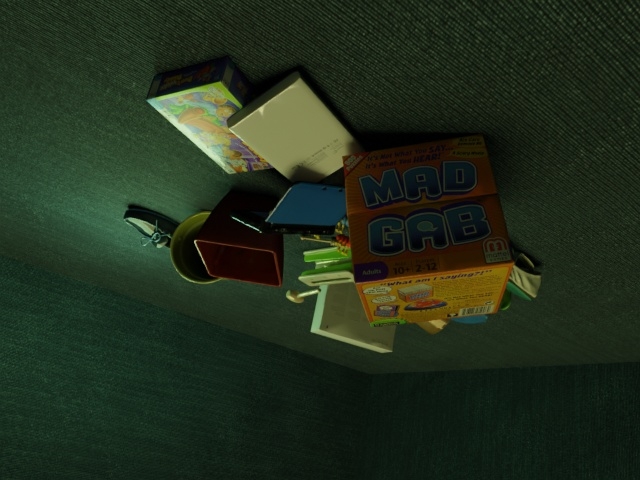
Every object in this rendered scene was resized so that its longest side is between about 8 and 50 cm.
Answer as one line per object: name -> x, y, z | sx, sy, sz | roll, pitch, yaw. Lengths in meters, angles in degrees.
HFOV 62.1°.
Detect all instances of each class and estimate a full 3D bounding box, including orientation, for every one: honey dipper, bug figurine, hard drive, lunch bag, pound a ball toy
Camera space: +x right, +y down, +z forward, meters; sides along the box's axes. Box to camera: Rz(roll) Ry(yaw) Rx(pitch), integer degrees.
honey dipper -> 0.000, 0.000, 2.045 | 0.161, 0.030, 0.030 | 7, 157, 13
bug figurine -> 0.041, -0.052, 1.814 | 0.216, 0.072, 0.279 | 25, 162, 17
hard drive -> -0.052, -0.261, 1.338 | 0.210, 0.040, 0.319 | -30, 144, 18
lunch bag -> 0.045, -0.180, 1.558 | 0.053, 0.071, 0.083 | 22, 153, -26
pound a ball toy -> 0.031, 0.149, 2.146 | 0.319, 0.208, 0.136 | -11, 148, 40

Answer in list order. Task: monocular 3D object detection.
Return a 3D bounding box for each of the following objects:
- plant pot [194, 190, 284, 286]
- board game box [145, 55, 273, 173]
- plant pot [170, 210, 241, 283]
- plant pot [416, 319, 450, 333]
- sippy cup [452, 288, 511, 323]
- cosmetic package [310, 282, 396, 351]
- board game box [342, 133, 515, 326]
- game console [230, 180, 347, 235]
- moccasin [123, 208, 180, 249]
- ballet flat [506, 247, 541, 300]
plant pot -> -0.247, -0.017, 1.835 | 0.267, 0.235, 0.267 | 9, 151, 6
board game box -> -0.239, -0.307, 1.381 | 0.233, 0.078, 0.347 | -3, 153, 29
plant pot -> -0.411, 0.050, 2.092 | 0.276, 0.276, 0.254 | 7, 168, 9
plant pot -> 0.397, 0.219, 2.165 | 0.254, 0.237, 0.237 | 29, 154, -8
sippy cup -> 0.547, 0.184, 1.983 | 0.306, 0.224, 0.240 | 1, 155, 22
cosmetic package -> 0.164, 0.317, 2.380 | 0.377, 0.284, 0.097 | 21, 155, -21
board game box -> 0.269, -0.008, 1.402 | 0.357, 0.356, 0.356 | -8, 154, 8
game console -> -0.070, -0.109, 1.554 | 0.293, 0.173, 0.250 | 2, -163, -46
moccasin -> -0.637, -0.021, 2.162 | 0.342, 0.116, 0.138 | 26, 152, -31
ballet flat -> 0.641, 0.084, 1.843 | 0.400, 0.139, 0.139 | 29, 151, -35
